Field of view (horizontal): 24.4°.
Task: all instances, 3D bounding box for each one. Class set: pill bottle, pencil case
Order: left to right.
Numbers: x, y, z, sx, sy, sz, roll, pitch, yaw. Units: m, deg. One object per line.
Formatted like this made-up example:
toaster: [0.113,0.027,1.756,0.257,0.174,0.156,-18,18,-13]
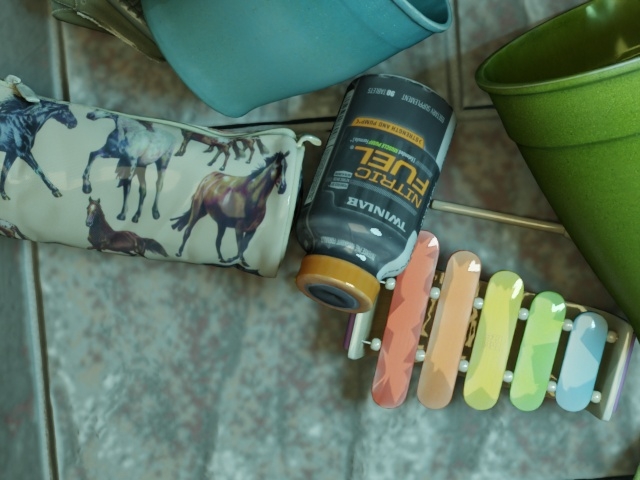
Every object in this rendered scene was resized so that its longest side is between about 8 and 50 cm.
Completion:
pencil case: [-0.210,-0.073,1.650,0.411,0.160,0.183,9,110,4]
pill bottle: [0.053,-0.047,1.602,0.131,0.130,0.245,19,69,2]

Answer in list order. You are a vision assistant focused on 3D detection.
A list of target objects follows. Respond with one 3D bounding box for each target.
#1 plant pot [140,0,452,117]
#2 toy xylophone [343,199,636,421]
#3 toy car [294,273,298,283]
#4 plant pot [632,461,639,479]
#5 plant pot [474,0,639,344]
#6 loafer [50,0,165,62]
plant pot: [-0.042,-0.270,1.578,0.255,0.272,0.271,-32,92,20]
toy xylophone: [0.192,0.080,1.673,0.323,0.081,0.236,5,95,3]
toy car: [0.000,0.000,1.695,0.040,0.060,0.122,38,90,32]
plant pot: [0.508,0.289,1.551,0.254,0.276,0.276,41,97,-12]
plant pot: [0.393,-0.073,1.533,0.367,0.366,0.353,-21,104,6]
loafer: [-0.254,-0.283,1.680,0.251,0.094,0.087,39,131,-2]
